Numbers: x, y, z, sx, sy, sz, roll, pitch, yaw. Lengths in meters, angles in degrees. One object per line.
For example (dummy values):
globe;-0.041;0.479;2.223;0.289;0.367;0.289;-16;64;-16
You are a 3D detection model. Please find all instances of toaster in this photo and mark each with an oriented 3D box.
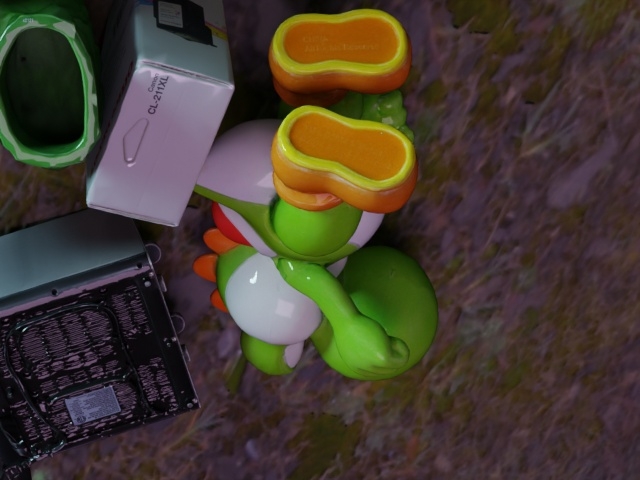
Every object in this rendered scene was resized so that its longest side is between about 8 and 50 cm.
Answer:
toaster;-0.204;0.080;1.477;0.185;0.110;0.168;-18;125;-3

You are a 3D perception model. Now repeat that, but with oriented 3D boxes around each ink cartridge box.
ink cartridge box;-0.121;-0.112;1.319;0.072;0.175;0.127;15;122;-18

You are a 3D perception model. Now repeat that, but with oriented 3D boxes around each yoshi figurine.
yoshi figurine;0.027;-0.004;1.398;0.203;0.203;0.362;-35;158;-26

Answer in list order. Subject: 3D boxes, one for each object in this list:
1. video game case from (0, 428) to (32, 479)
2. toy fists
video game case;-0.288;0.191;1.448;0.026;0.274;0.196;-31;123;7
toy fists;-0.213;-0.184;1.245;0.096;0.142;0.279;-13;106;1
